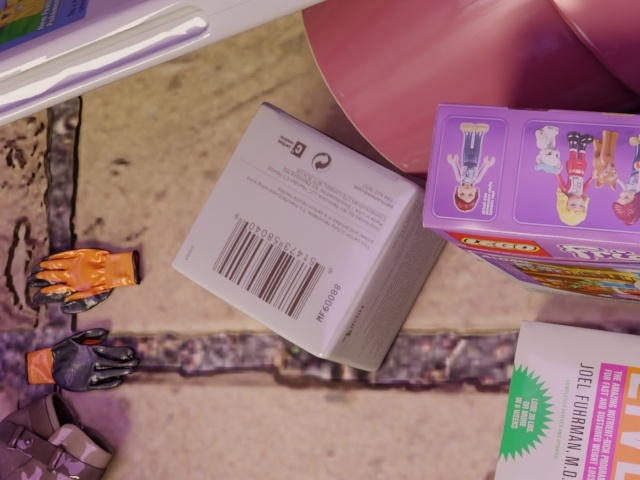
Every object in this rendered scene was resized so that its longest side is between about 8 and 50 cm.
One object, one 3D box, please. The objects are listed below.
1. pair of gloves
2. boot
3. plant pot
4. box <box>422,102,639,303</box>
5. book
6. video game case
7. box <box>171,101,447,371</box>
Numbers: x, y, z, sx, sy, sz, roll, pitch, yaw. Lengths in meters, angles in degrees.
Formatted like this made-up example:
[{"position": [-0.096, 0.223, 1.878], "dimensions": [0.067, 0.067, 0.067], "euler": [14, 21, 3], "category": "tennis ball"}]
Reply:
[{"position": [-0.137, 0.045, 0.914], "dimensions": [0.074, 0.010, 0.083], "euler": [-5, 80, 19], "category": "pair of gloves"}, {"position": [-0.148, 0.146, 0.884], "dimensions": [0.087, 0.042, 0.118], "euler": [-45, 69, 5], "category": "boot"}, {"position": [0.098, -0.126, 0.771], "dimensions": [0.180, 0.201, 0.201], "euler": [-31, 71, 30], "category": "plant pot"}, {"position": [0.212, -0.003, 0.691], "dimensions": [0.293, 0.201, 0.057], "euler": [6, 83, 21], "category": "box"}, {"position": [0.164, 0.096, 0.785], "dimensions": [0.144, 0.035, 0.096], "euler": [6, 79, 22], "category": "book"}, {"position": [-0.109, -0.175, 0.826], "dimensions": [0.300, 0.036, 0.329], "euler": [-19, 36, 16], "category": "video game case"}, {"position": [0.000, 0.000, 0.829], "dimensions": [0.101, 0.087, 0.102], "euler": [30, 91, 22], "category": "box"}]
